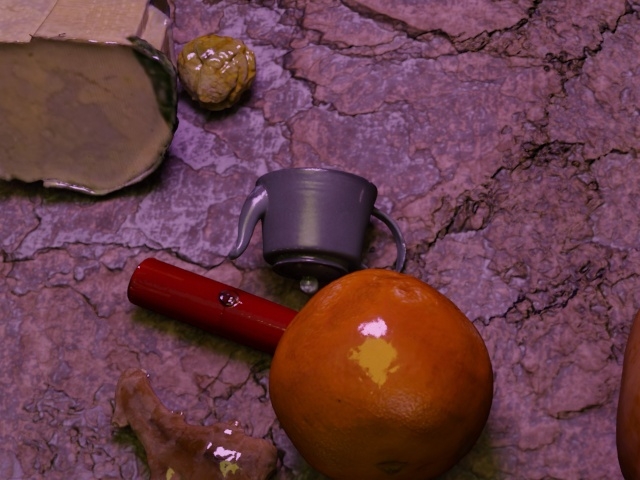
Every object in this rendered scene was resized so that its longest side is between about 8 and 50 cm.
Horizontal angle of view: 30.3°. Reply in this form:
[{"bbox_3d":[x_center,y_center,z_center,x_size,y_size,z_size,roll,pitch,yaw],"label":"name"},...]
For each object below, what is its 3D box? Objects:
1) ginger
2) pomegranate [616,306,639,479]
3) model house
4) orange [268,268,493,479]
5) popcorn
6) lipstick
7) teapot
[{"bbox_3d":[-0.152,0.273,1.472,0.334,0.081,0.148,37,91,24],"label":"ginger"},{"bbox_3d":[0.510,0.177,1.251,0.412,0.411,0.411,-4,63,8],"label":"pomegranate"},{"bbox_3d":[-0.347,-0.248,1.699,0.321,0.261,0.266,3,42,1],"label":"model house"},{"bbox_3d":[0.072,0.168,1.382,0.261,0.261,0.261,-4,63,8],"label":"orange"},{"bbox_3d":[-0.149,-0.244,1.714,0.121,0.116,0.106,-3,106,10],"label":"popcorn"},{"bbox_3d":[-0.122,0.094,1.556,0.280,0.073,0.073,18,68,18],"label":"lipstick"},{"bbox_3d":[0.000,0.000,1.547,0.239,0.162,0.149,10,72,-18],"label":"teapot"}]
